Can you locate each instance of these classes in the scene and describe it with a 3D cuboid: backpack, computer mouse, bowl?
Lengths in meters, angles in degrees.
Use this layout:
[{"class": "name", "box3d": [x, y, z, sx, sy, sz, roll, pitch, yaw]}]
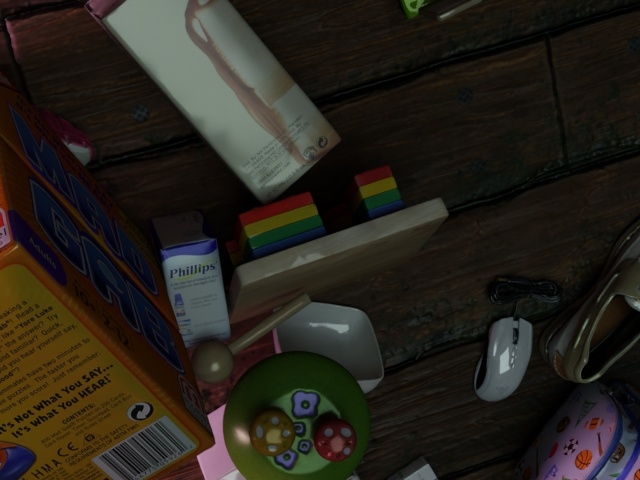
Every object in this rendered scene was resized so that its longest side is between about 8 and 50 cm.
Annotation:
[{"class": "backpack", "box3d": [0.418, 0.338, 1.822, 0.213, 0.263, 0.276, 28, 100, -23]}, {"class": "computer mouse", "box3d": [0.270, 0.145, 1.833, 0.106, 0.042, 0.193, 6, 106, -19]}, {"class": "bowl", "box3d": [0.003, 0.149, 1.713, 0.142, 0.142, 0.053, 7, 130, -20]}]

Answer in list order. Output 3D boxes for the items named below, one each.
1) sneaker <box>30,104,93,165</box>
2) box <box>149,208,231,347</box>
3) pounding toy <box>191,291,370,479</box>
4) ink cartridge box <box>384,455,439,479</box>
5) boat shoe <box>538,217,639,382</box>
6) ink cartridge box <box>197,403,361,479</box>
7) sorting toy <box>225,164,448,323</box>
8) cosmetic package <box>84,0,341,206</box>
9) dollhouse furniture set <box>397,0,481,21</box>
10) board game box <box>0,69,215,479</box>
[{"class": "sneaker", "box3d": [-0.396, -0.098, 1.531, 0.252, 0.103, 0.111, 3, 112, -11]}, {"class": "box", "box3d": [-0.164, 0.047, 1.627, 0.072, 0.126, 0.137, -10, 110, -11]}, {"class": "pounding toy", "box3d": [-0.035, 0.204, 1.557, 0.183, 0.110, 0.237, -27, 95, -5]}, {"class": "ink cartridge box", "box3d": [0.117, 0.367, 1.871, 0.115, 0.029, 0.063, -33, 114, -4]}, {"class": "boat shoe", "box3d": [0.441, 0.080, 1.826, 0.113, 0.103, 0.302, 37, 95, -24]}, {"class": "ink cartridge box", "box3d": [-0.041, 0.324, 1.733, 0.168, 0.171, 0.232, -31, 113, -4]}, {"class": "sorting toy", "box3d": [0.000, 0.000, 1.609, 0.257, 0.255, 0.089, -19, 79, -11]}, {"class": "cosmetic package", "box3d": [-0.126, -0.199, 1.541, 0.129, 0.153, 0.296, -42, 116, -1]}, {"class": "dollhouse furniture set", "box3d": [0.144, -0.431, 1.538, 0.197, 0.151, 0.301, -26, 113, -6]}, {"class": "board game box", "box3d": [-0.384, 0.091, 1.380, 0.356, 0.356, 0.356, -31, 133, 5]}]
